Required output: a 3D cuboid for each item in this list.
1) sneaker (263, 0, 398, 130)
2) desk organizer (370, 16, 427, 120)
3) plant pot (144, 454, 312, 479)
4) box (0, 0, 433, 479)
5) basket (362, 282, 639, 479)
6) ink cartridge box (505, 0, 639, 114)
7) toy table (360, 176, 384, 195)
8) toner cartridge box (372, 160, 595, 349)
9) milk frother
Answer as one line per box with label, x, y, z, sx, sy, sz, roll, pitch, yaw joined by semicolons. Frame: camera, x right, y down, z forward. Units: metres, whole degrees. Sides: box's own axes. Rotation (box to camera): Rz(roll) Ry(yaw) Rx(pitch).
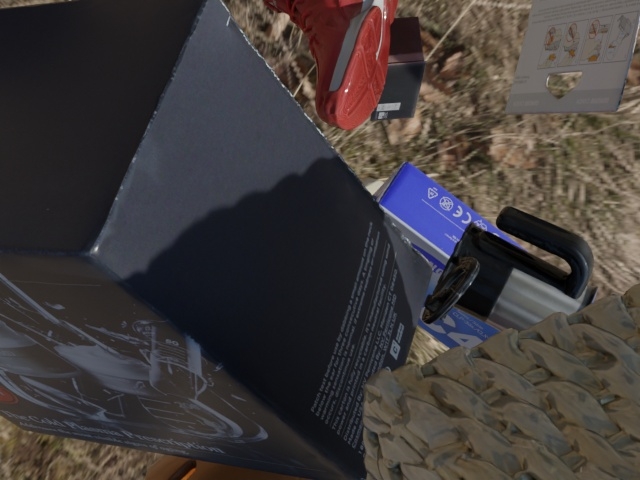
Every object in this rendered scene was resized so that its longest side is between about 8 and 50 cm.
sneaker;-0.005;-0.188;1.066;0.128;0.087;0.221;4;51;16
desk organizer;0.073;-0.168;1.177;0.047;0.130;0.050;-5;72;-3
plant pot;-0.027;0.253;1.083;0.203;0.291;0.291;-25;94;2
box;-0.153;0.008;0.808;0.343;0.312;0.179;2;59;34
basket;0.222;0.199;0.547;0.328;0.331;0.266;-16;118;-21
ink cartridge box;0.313;-0.251;1.324;0.060;0.275;0.239;12;92;-17
toy table;0.000;0.000;1.688;0.252;0.274;0.161;-55;139;-2
toner cartridge box;0.188;0.068;1.366;0.348;0.165;0.075;36;60;-3
milk frother;0.170;0.057;1.079;0.134;0.129;0.143;27;57;8
